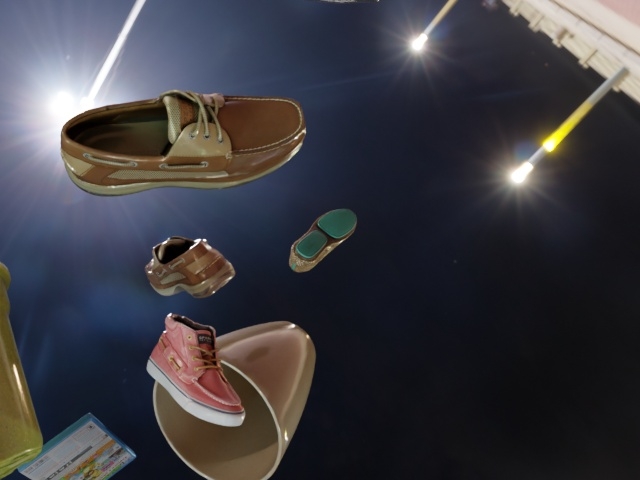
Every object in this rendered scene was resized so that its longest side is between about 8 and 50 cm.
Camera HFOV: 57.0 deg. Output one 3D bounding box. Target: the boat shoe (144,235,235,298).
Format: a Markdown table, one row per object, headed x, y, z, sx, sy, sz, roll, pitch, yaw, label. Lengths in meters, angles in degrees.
| x | y | z | sx | sy | sz | roll | pitch | yaw | label |
| --- | --- | --- | --- | --- | --- | --- | --- | --- | --- |
| -0.300 | 0.043 | 1.268 | 0.123 | 0.324 | 0.116 | -45 | -66 | -32 | boat shoe |

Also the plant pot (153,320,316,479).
| x | y | z | sx | sy | sz | roll | pitch | yaw | label |
| --- | --- | --- | --- | --- | --- | --- | --- | --- | --- |
| -0.121 | 0.264 | 1.104 | 0.256 | 0.256 | 0.274 | 44 | -149 | 6 | plant pot |

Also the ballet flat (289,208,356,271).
| x | y | z | sx | sy | sz | roll | pitch | yaw | label |
| --- | --- | --- | --- | --- | --- | --- | --- | --- | --- |
| 0.000 | 0.000 | 1.194 | 0.073 | 0.067 | 0.206 | 43 | -136 | 12 | ballet flat |

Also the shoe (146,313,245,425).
| x | y | z | sx | sy | sz | roll | pitch | yaw | label |
| --- | --- | --- | --- | --- | --- | --- | --- | --- | --- |
| -0.148 | 0.153 | 0.723 | 0.178 | 0.081 | 0.063 | 21 | -176 | 42 | shoe |

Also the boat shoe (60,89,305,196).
| x | y | z | sx | sy | sz | roll | pitch | yaw | label |
| --- | --- | --- | --- | --- | --- | --- | --- | --- | --- |
| -0.177 | -0.135 | 0.778 | 0.324 | 0.120 | 0.122 | -14 | -107 | -12 | boat shoe |

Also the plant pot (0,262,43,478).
| x | y | z | sx | sy | sz | roll | pitch | yaw | label |
| --- | --- | --- | --- | --- | --- | --- | --- | --- | --- |
| -0.491 | 0.199 | 0.748 | 0.276 | 0.276 | 0.254 | -11 | -112 | -59 | plant pot |

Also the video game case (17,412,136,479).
| x | y | z | sx | sy | sz | roll | pitch | yaw | label |
| --- | --- | --- | --- | --- | --- | --- | --- | --- | --- |
| -0.372 | 0.343 | 0.916 | 0.015 | 0.119 | 0.166 | 41 | 158 | 35 | video game case |

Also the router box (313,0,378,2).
| x | y | z | sx | sy | sz | roll | pitch | yaw | label |
| --- | --- | --- | --- | --- | --- | --- | --- | --- | --- |
| 0.006 | -0.252 | 0.443 | 0.046 | 0.133 | 0.179 | 4 | -160 | 18 | router box |
